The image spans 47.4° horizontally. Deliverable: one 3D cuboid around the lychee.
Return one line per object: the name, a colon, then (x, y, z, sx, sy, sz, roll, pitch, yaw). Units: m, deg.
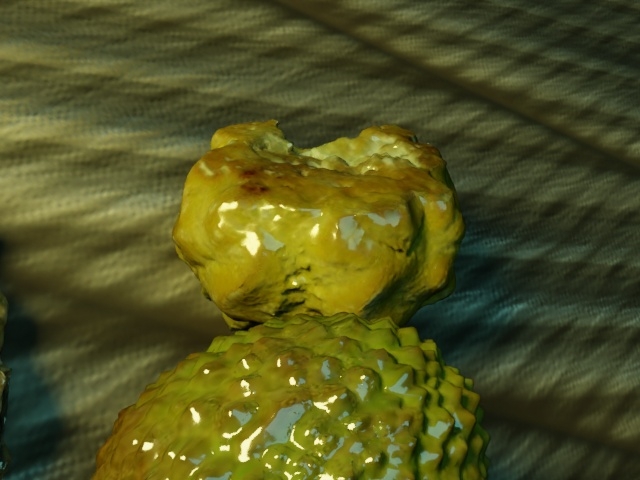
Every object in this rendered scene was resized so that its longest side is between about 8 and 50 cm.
lychee: (-0.030, 0.190, 0.483, 0.270, 0.320, 0.270, 46, 26, -31)

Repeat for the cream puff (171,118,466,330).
cream puff: (0.000, -0.001, 0.671, 0.281, 0.185, 0.282, 2, 28, -1)

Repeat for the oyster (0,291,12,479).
oyster: (-0.287, 0.135, 0.472, 0.221, 0.096, 0.361, 35, 55, -18)
